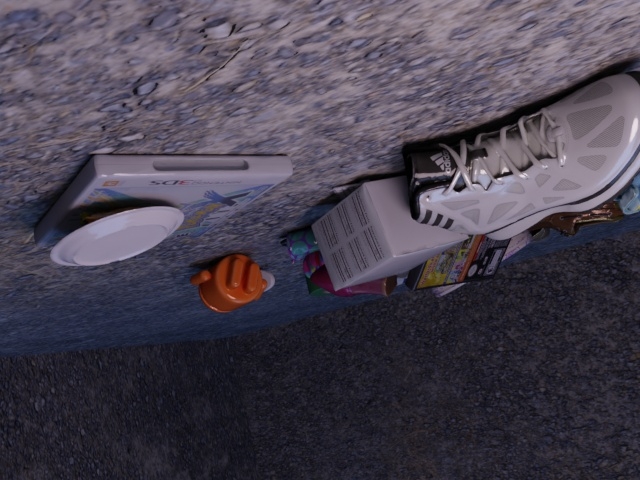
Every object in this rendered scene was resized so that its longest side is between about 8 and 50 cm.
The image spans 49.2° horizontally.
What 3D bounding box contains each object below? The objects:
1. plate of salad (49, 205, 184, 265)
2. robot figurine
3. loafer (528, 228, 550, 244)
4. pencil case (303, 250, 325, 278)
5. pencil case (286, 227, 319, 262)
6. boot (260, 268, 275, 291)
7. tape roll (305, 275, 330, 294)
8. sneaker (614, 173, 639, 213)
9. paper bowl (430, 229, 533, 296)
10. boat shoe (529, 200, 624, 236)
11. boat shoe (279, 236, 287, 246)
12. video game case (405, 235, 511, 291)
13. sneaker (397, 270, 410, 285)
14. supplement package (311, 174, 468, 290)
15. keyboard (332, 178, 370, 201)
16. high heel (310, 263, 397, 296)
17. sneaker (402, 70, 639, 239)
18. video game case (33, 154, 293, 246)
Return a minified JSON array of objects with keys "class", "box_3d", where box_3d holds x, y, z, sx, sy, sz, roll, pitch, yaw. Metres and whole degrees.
[{"class":"plate of salad","box_3d":[-0.301,-0.013,1.036,0.200,0.048,0.200,-23,168,-5]},{"class":"robot figurine","box_3d":[-0.224,0.110,1.736,0.158,0.128,0.219,-26,178,-34]},{"class":"loafer","box_3d":[0.587,-0.018,2.179,0.251,0.094,0.087,-19,157,8]},{"class":"pencil case","box_3d":[0.034,0.044,1.785,0.105,0.104,0.236,-9,169,-22]},{"class":"pencil case","box_3d":[0.000,0.000,1.582,0.152,0.070,0.064,-13,-166,3]},{"class":"boot","box_3d":[-0.183,0.117,2.024,0.190,0.069,0.086,-11,180,40]},{"class":"tape roll","box_3d":[0.113,0.108,2.267,0.322,0.077,0.321,-12,170,-2]},{"class":"sneaker","box_3d":[0.472,-0.115,1.173,0.127,0.208,0.319,-7,169,-32]},{"class":"paper bowl","box_3d":[0.373,0.012,1.759,0.284,0.148,0.284,-33,173,-4]},{"class":"boat shoe","box_3d":[0.695,-0.063,1.980,0.307,0.104,0.111,-19,168,31]},{"class":"boat shoe","box_3d":[-0.046,0.008,1.657,0.046,0.038,0.125,-21,167,37]},{"class":"video game case","box_3d":[0.319,-0.025,1.473,0.248,0.035,0.274,-6,126,-34]},{"class":"sneaker","box_3d":[0.313,0.026,2.004,0.236,0.130,0.322,-21,166,-12]},{"class":"supplement package","box_3d":[0.129,-0.019,1.347,0.194,0.149,0.203,-12,166,-35]},{"class":"keyboard","box_3d":[0.080,-0.082,1.403,0.072,0.014,0.256,-14,169,8]},{"class":"high heel","box_3d":[0.126,0.020,1.642,0.182,0.127,0.377,7,-159,23]},{"class":"sneaker","box_3d":[0.287,-0.112,1.086,0.258,0.169,0.447,0,158,-25]},{"class":"video game case","box_3d":[-0.250,-0.057,1.082,0.300,0.036,0.329,-5,167,-36]}]
